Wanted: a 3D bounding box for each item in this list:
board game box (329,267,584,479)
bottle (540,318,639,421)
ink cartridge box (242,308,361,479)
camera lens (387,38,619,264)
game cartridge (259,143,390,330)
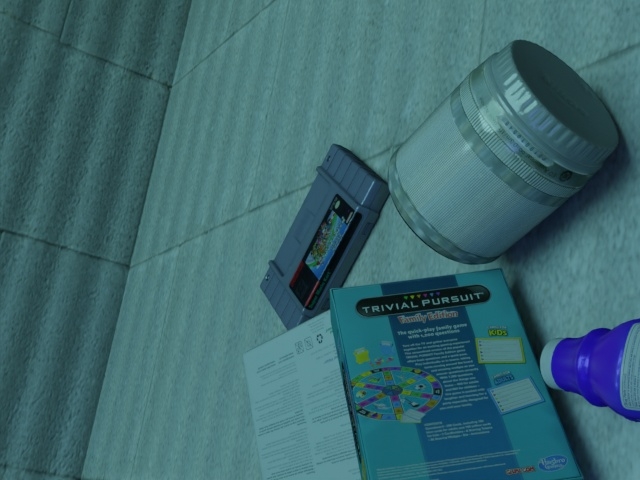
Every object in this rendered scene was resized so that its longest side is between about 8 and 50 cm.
[{"bbox_3d":[0.162,0.199,1.122,0.079,0.253,0.336,89,173,-46],"label":"board game box"},{"bbox_3d":[0.374,0.147,0.953,0.283,0.092,0.118,-8,65,58],"label":"bottle"},{"bbox_3d":[-0.001,0.309,1.470,0.324,0.071,0.330,-30,65,45],"label":"ink cartridge box"},{"bbox_3d":[0.246,-0.115,1.196,0.274,0.219,0.219,-46,37,36],"label":"camera lens"},{"bbox_3d":[0.000,0.000,1.708,0.355,0.068,0.230,-62,26,13],"label":"game cartridge"}]
